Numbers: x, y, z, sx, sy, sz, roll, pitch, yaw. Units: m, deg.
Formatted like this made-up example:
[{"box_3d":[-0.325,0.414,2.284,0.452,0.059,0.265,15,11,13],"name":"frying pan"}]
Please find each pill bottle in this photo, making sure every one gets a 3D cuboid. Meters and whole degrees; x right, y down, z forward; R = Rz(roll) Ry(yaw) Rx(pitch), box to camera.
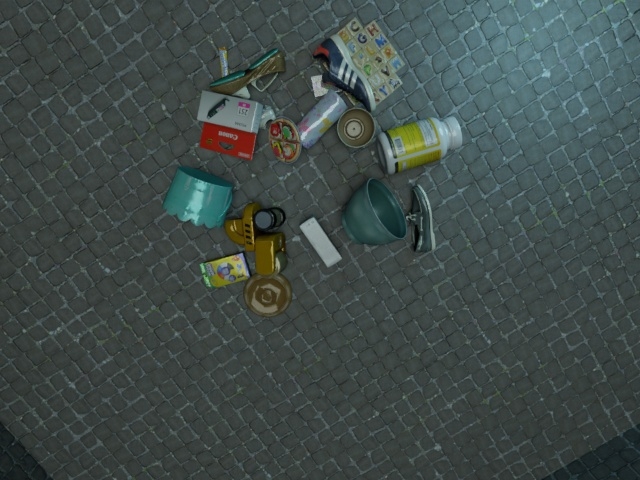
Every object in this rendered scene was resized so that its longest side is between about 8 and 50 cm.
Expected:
[{"box_3d":[0.422,-0.417,1.850,0.333,0.188,0.188,-16,101,1],"name":"pill bottle"}]

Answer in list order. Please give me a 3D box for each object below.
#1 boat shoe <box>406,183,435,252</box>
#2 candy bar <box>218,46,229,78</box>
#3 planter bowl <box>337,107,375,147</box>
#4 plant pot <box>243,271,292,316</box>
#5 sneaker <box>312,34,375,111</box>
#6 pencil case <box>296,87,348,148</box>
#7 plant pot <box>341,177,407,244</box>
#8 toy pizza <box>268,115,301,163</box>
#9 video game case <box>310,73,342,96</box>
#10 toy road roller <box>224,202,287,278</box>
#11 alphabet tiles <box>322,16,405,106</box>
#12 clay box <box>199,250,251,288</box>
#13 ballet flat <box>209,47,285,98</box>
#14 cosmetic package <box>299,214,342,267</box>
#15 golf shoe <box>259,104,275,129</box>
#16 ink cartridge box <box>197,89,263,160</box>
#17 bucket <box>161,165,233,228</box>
[{"box_3d":[0.445,-0.092,1.953,0.098,0.116,0.320,-15,107,-3],"name":"boat shoe"},{"box_3d":[-0.412,-0.744,1.842,0.040,0.018,0.162,-4,102,-1],"name":"candy bar"},{"box_3d":[0.150,-0.485,1.866,0.161,0.109,0.162,0,101,-1],"name":"planter bowl"},{"box_3d":[-0.252,0.259,2.041,0.235,0.032,0.237,0,102,-1],"name":"plant pot"},{"box_3d":[0.094,-0.669,1.800,0.148,0.131,0.350,-33,92,1],"name":"sneaker"},{"box_3d":[-0.010,-0.523,1.849,0.273,0.113,0.124,-46,59,7],"name":"pencil case"},{"box_3d":[0.216,-0.097,1.880,0.196,0.293,0.293,-30,102,31],"name":"plant pot"},{"box_3d":[-0.160,-0.428,1.842,0.201,0.032,0.202,21,123,37],"name":"toy pizza"},{"box_3d":[0.026,-0.682,1.872,0.121,0.011,0.087,-13,101,0],"name":"video game case"},{"box_3d":[-0.286,-0.003,1.910,0.240,0.202,0.330,-2,97,11],"name":"toy road roller"},{"box_3d":[0.188,-0.762,1.855,0.285,0.011,0.343,-39,101,4],"name":"alphabet tiles"},{"box_3d":[-0.446,0.140,2.000,0.221,0.053,0.128,-16,101,1],"name":"clay box"},{"box_3d":[-0.296,-0.680,1.819,0.342,0.116,0.124,-30,124,-3],"name":"ballet flat"},{"box_3d":[0.000,0.000,1.956,0.085,0.117,0.231,-33,99,5],"name":"cosmetic package"},{"box_3d":[-0.276,-0.513,1.871,0.176,0.069,0.086,-29,107,5],"name":"golf shoe"},{"box_3d":[-0.398,-0.490,1.828,0.274,0.060,0.239,17,100,16],"name":"ink cartridge box"},{"box_3d":[-0.513,-0.187,1.825,0.280,0.281,0.183,22,102,-6],"name":"bucket"}]
